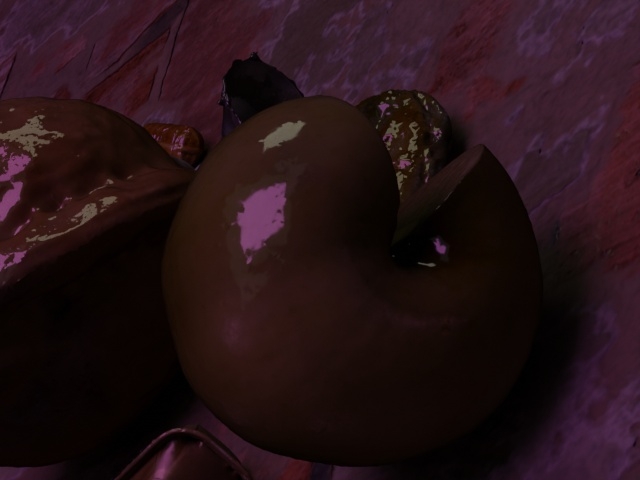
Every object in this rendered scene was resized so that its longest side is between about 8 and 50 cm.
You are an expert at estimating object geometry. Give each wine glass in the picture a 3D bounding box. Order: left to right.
[{"bbox_3d":[-0.104,-0.099,2.107,0.183,0.122,0.122,-39,28,40],"label":"wine glass"}]

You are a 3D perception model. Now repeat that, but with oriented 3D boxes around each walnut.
[{"bbox_3d":[-0.292,0.034,1.971,0.383,0.383,0.383,-40,28,27],"label":"walnut"}]

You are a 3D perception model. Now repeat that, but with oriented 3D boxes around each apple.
[{"bbox_3d":[0.019,0.033,1.512,0.254,0.292,0.292,-39,27,52],"label":"apple"}]

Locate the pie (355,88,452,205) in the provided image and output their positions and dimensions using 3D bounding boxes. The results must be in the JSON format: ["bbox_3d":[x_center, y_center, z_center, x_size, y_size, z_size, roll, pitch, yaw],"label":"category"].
[{"bbox_3d":[0.000,0.000,1.841,0.323,0.070,0.323,-42,26,26],"label":"pie"}]

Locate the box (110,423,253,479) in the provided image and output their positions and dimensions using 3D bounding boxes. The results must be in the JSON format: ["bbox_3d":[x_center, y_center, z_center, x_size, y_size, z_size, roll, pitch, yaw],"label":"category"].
[{"bbox_3d":[-0.137,0.238,1.739,0.177,0.111,0.111,-45,26,18],"label":"box"}]

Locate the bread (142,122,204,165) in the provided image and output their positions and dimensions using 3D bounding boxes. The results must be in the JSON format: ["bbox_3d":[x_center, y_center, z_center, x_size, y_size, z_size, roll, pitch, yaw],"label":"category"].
[{"bbox_3d":[-0.180,-0.111,2.325,0.052,0.044,0.157,-64,25,-7],"label":"bread"}]
